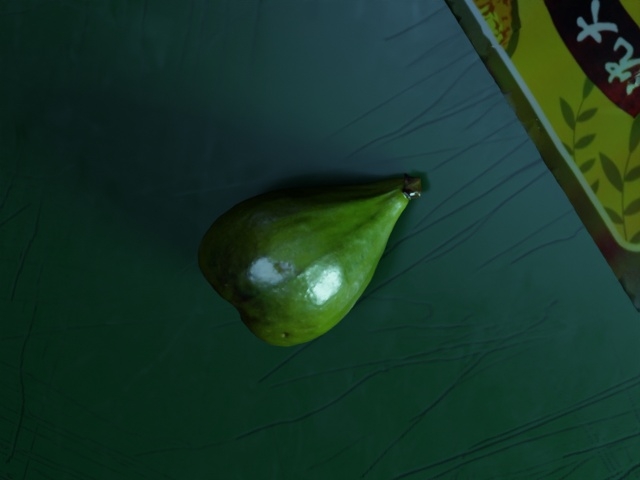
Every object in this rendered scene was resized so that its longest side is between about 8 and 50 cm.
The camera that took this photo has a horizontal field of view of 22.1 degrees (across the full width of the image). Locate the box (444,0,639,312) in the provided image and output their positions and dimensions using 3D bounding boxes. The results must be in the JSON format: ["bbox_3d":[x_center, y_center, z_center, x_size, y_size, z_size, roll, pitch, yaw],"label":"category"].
[{"bbox_3d":[0.300,-0.209,1.110,0.420,0.138,0.373,-39,74,32],"label":"box"}]

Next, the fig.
[{"bbox_3d":[-0.010,0.003,1.360,0.185,0.126,0.133,-41,75,27],"label":"fig"}]
